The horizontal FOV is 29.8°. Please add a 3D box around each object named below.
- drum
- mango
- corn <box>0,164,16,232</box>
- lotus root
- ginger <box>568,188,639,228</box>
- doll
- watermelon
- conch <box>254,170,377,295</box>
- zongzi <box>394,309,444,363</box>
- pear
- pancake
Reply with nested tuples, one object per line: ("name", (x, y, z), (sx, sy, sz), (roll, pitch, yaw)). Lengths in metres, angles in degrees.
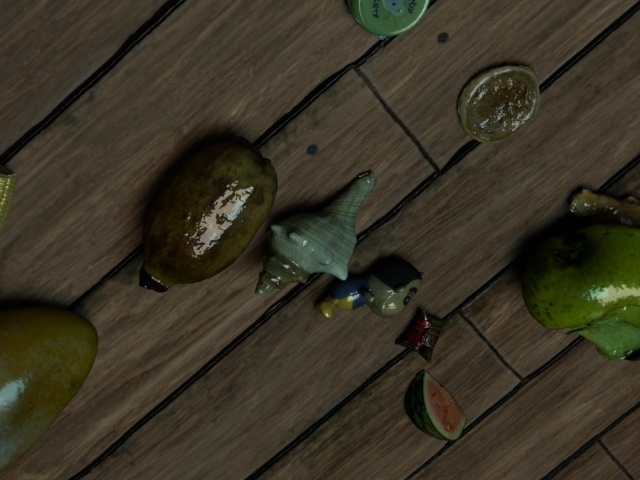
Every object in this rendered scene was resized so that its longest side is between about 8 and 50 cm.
("drum", (0.028, -0.326, 1.635), (0.253, 0.049, 0.130), (-11, 124, -16))
("mango", (-0.481, 0.223, 1.694), (0.384, 0.199, 0.221), (-29, 122, -19))
("corn", (-0.468, -0.030, 1.614), (0.085, 0.063, 0.165), (25, 108, -8))
("lotus root", (-0.167, -0.030, 1.698), (0.145, 0.128, 0.260), (36, 98, -21))
("ginger", (0.480, -0.032, 2.007), (0.165, 0.067, 0.096), (15, 117, -15))
("doll", (0.083, 0.087, 1.906), (0.179, 0.102, 0.088), (-24, 88, -6))
("watermelon", (0.190, 0.307, 2.117), (0.069, 0.087, 0.163), (-13, 133, 33))
("conch", (0.001, 0.013, 1.809), (0.234, 0.114, 0.137), (-21, 140, -16))
("zongzi", (0.174, 0.169, 2.002), (0.083, 0.073, 0.067), (-45, 145, 11))
("pear", (0.469, 0.074, 1.957), (0.255, 0.164, 0.238), (22, 144, -31))
("pancake", (0.273, -0.207, 1.831), (0.140, 0.022, 0.139), (-11, 125, -16))
